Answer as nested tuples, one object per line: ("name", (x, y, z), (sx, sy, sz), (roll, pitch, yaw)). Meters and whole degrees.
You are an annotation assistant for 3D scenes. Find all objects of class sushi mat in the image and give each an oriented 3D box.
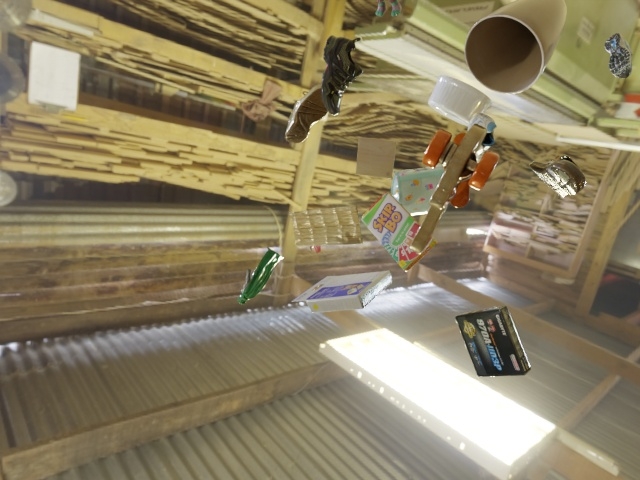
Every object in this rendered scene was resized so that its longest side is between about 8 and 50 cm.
("sushi mat", (0.019, -0.053, 1.681), (0.316, 0.151, 0.019), (-3, -169, 31))

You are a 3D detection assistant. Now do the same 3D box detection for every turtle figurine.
("turtle figurine", (0.237, -1.004, 1.651), (0.175, 0.118, 0.234), (45, 178, 40))

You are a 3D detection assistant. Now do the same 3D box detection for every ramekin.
("ramekin", (0.643, -0.647, 1.972), (0.277, 0.135, 0.277), (26, -165, -7))

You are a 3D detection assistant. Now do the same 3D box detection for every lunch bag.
("lunch bag", (0.404, -0.213, 1.689), (0.223, 0.160, 0.262), (-7, 159, 5))

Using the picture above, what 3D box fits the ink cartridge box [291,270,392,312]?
("ink cartridge box", (0.092, 0.205, 1.692), (0.307, 0.072, 0.303), (-12, -171, 33))

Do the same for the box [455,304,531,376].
("box", (0.568, 0.337, 1.397), (0.051, 0.220, 0.175), (-15, 174, -39))

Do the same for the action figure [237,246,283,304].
("action figure", (-0.234, 0.136, 1.553), (0.063, 0.232, 0.137), (31, 175, 26))

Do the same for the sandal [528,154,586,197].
("sandal", (0.452, -0.131, 0.785), (0.090, 0.060, 0.219), (49, -164, 8))

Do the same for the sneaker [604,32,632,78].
("sneaker", (0.945, -0.571, 1.306), (0.073, 0.162, 0.063), (14, 157, -19))

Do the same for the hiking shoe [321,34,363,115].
("hiking shoe", (0.066, -0.487, 1.256), (0.114, 0.227, 0.086), (9, -152, 15))

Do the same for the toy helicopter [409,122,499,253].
("toy helicopter", (0.304, -0.119, 1.029), (0.140, 0.355, 0.235), (29, -141, 14))

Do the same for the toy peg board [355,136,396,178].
("toy peg board", (0.248, -0.368, 1.844), (0.161, 0.161, 0.079), (10, -156, 15))

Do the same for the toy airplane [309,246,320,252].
("toy airplane", (0.000, 0.000, 2.260), (0.028, 0.151, 0.151), (36, 175, -40))

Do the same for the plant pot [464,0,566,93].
("plant pot", (0.643, -0.653, 1.323), (0.256, 0.274, 0.256), (39, 162, 15))

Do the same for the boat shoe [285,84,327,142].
("boat shoe", (-0.051, -0.456, 1.473), (0.104, 0.089, 0.285), (12, 152, -28))

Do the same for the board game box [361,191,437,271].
("board game box", (0.228, -0.038, 1.285), (0.039, 0.124, 0.259), (28, -159, -47))

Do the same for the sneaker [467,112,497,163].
("sneaker", (0.507, -0.302, 1.336), (0.086, 0.085, 0.237), (54, 177, 28))
